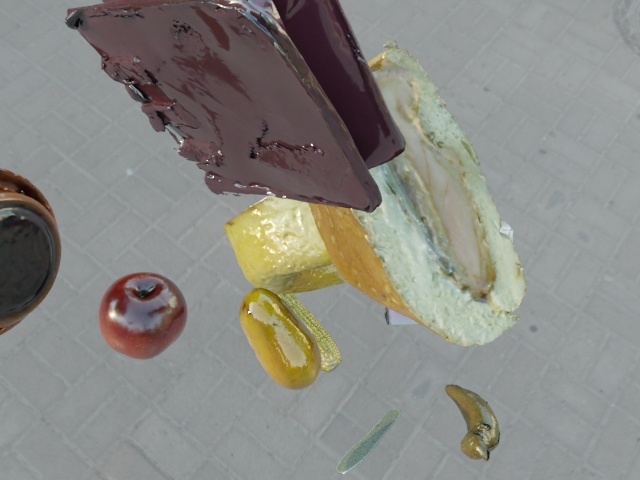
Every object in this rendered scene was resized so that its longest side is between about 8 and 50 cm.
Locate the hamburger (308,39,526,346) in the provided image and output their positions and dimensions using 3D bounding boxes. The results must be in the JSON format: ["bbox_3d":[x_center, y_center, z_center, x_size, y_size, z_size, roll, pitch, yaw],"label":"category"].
[{"bbox_3d":[0.081,-0.031,0.696,0.162,0.209,0.329,-29,90,-18],"label":"hamburger"}]

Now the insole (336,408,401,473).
[{"bbox_3d":[0.129,0.524,1.562,0.232,0.080,0.003,-41,107,-19],"label":"insole"}]

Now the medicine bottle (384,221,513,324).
[{"bbox_3d":[0.203,0.052,0.969,0.201,0.171,0.052,-1,21,3],"label":"medicine bottle"}]

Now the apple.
[{"bbox_3d":[-0.453,0.190,1.521,0.218,0.201,0.218,2,41,-2],"label":"apple"}]

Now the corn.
[{"bbox_3d":[-0.048,0.248,1.636,0.101,0.101,0.291,-31,54,-19],"label":"corn"}]

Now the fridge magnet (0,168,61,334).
[{"bbox_3d":[-0.669,0.033,1.191,0.155,0.363,0.363,10,59,24],"label":"fridge magnet"}]

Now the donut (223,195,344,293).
[{"bbox_3d":[0.000,0.000,1.194,0.378,0.435,0.163,-5,77,-46],"label":"donut"}]

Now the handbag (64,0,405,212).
[{"bbox_3d":[-0.059,-0.113,0.447,0.216,0.203,0.074,11,61,39],"label":"handbag"}]

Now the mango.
[{"bbox_3d":[-0.064,0.145,0.893,0.090,0.115,0.178,-38,108,-13],"label":"mango"}]

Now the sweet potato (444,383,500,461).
[{"bbox_3d":[0.418,0.495,1.593,0.124,0.098,0.310,29,21,-10],"label":"sweet potato"}]
